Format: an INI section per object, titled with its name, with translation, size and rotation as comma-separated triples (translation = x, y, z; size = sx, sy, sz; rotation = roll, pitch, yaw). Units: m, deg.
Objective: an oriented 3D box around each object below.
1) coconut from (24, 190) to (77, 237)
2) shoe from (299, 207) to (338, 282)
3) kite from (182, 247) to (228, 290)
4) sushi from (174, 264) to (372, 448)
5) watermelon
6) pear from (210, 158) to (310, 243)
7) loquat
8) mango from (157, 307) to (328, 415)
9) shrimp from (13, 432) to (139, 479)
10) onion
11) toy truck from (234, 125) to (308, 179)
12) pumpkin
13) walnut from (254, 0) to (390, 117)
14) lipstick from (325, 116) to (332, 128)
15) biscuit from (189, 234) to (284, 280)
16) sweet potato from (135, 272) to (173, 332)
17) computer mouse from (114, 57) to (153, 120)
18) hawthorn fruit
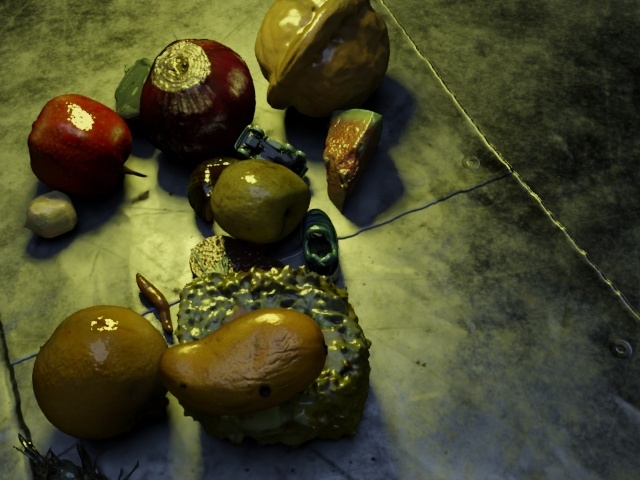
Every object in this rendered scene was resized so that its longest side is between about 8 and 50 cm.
[coconut]
translation = -0.670, -0.061, 1.728
size = 0.124, 0.110, 0.110
rotation = -21, 57, -20
[shoe]
translation = 0.000, 0.000, 1.665
size = 0.091, 0.106, 0.207
rotation = -6, 50, -4
[kite]
translation = -0.272, 0.073, 1.644
size = 0.137, 0.005, 0.152
rotation = -38, 60, -20
[sushi]
translation = -0.093, 0.247, 1.421
size = 0.396, 0.240, 0.352
rotation = -2, 56, 4
[watermelon]
translation = 0.067, -0.205, 1.777
size = 0.139, 0.193, 0.257
rotation = 15, 71, 12
[pear]
translation = -0.148, -0.098, 1.671
size = 0.211, 0.188, 0.228
rotation = 30, 35, 23
[loquat]
translation = -0.423, 0.266, 1.407
size = 0.274, 0.275, 0.275
rotation = -1, 56, 1
[mango]
translation = -0.132, 0.217, 1.232
size = 0.294, 0.120, 0.177
rotation = -17, 62, -1
[shrimp]
translation = -0.446, 0.479, 1.347
size = 0.372, 0.137, 0.172
rotation = 47, 32, 20
[onion]
translation = -0.293, -0.365, 1.814
size = 0.260, 0.282, 0.337
rotation = 17, 58, 18
[toy truck]
translation = -0.124, -0.210, 1.805
size = 0.191, 0.116, 0.085
rotation = 29, 78, 0
[pumpkin]
translation = -0.276, -0.145, 1.762
size = 0.107, 0.119, 0.183
rotation = 30, 57, 7
[walnut]
translation = 0.009, -0.505, 1.870
size = 0.383, 0.384, 0.384
rotation = -1, 56, 1
[lipstick]
translation = 0.043, -0.348, 1.953
size = 0.019, 0.019, 0.094
rotation = 23, 59, 17
[biscuit]
translation = -0.202, 0.066, 1.665
size = 0.236, 0.039, 0.180
rotation = 24, 62, 18
[sweet potato]
translation = -0.377, 0.141, 1.618
size = 0.044, 0.044, 0.179
rotation = -31, 66, -18
[computer mouse]
translation = -0.501, -0.427, 1.960
size = 0.167, 0.090, 0.379
rotation = -48, 35, 10
[hawthorn fruit]
translation = -0.581, -0.226, 1.781
size = 0.300, 0.254, 0.254
rotation = 23, 56, -12
